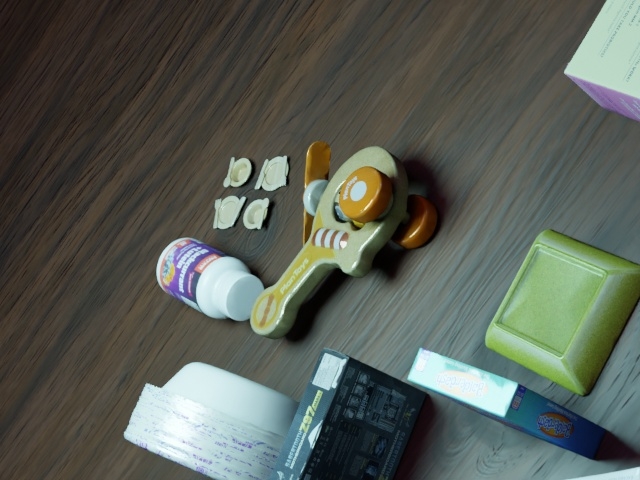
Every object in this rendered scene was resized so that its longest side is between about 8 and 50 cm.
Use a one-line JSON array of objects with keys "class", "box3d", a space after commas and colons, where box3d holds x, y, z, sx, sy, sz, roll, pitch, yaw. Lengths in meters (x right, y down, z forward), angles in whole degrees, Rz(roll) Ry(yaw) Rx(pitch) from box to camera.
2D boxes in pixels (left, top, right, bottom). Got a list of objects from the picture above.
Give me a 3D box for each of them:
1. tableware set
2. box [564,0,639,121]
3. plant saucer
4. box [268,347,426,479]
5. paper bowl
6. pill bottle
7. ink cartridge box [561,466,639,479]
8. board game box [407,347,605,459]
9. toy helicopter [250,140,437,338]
[{"class": "tableware set", "box3d": [-0.126, -0.084, 2.160, 0.169, 0.020, 0.141, 3, 71, 44]}, {"class": "box", "box3d": [0.486, -0.255, 1.601, 0.243, 0.117, 0.213, 31, 91, 48]}, {"class": "plant saucer", "box3d": [0.316, 0.086, 1.633, 0.188, 0.045, 0.188, 27, 88, 47]}, {"class": "box", "box3d": [0.035, 0.285, 1.691, 0.059, 0.183, 0.232, 16, 81, 47]}, {"class": "paper bowl", "box3d": [-0.129, 0.275, 1.777, 0.284, 0.284, 0.148, 12, 77, 46]}, {"class": "pill bottle", "box3d": [-0.183, 0.070, 2.067, 0.193, 0.108, 0.108, 22, 85, 47]}, {"class": "ink cartridge box", "box3d": [0.308, 0.386, 1.420, 0.223, 0.045, 0.224, -33, 45, 59]}, {"class": "board game box", "box3d": [0.233, 0.204, 1.527, 0.160, 0.210, 0.047, 17, 81, 47]}, {"class": "toy helicopter", "box3d": [0.000, 0.000, 1.915, 0.355, 0.140, 0.235, -52, 41, 14]}]
